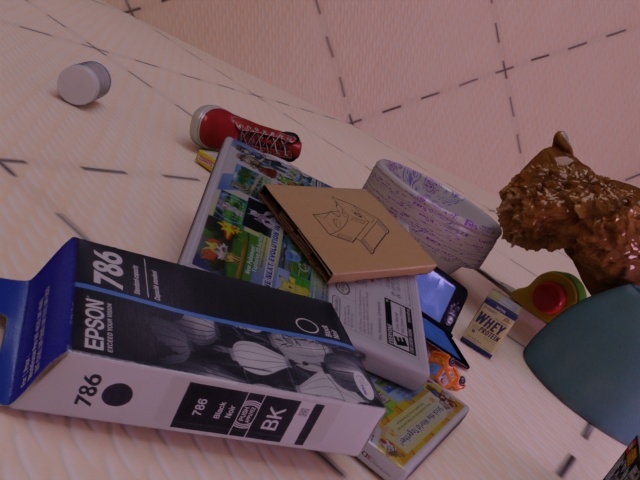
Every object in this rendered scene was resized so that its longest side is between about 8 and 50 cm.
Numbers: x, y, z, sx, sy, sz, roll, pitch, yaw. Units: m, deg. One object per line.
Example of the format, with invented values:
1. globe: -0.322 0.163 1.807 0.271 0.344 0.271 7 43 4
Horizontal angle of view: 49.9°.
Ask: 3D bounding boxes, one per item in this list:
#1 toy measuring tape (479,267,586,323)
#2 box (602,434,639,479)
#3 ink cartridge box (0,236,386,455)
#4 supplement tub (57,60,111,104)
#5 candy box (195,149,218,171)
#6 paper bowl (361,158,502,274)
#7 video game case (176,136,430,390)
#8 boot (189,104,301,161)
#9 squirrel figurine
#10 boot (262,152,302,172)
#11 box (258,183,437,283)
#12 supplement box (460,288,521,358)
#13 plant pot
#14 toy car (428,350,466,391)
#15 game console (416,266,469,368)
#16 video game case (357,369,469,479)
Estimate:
1. toy measuring tape: 0.471 0.089 1.511 0.121 0.121 0.330 10 24 -48
2. box: 0.325 0.273 0.735 0.027 0.093 0.137 34 16 16
3. ink cartridge box: -0.119 0.084 0.577 0.333 0.065 0.165 15 24 -26
4. supplement tub: -0.424 -0.285 1.240 0.071 0.071 0.107 26 15 -10
5. candy box: -0.139 -0.132 1.325 0.105 0.027 0.206 33 16 24
6. paper bowl: 0.205 -0.033 1.378 0.284 0.148 0.284 27 15 -8
7. video game case: -0.011 0.012 0.860 0.300 0.036 0.329 25 30 -13
8. boot: -0.137 -0.208 1.386 0.176 0.088 0.244 17 9 22
9. squirrel figurine: 0.512 -0.060 1.326 0.397 0.281 0.370 16 33 -48
10. boot: -0.028 -0.078 1.200 0.258 0.095 0.123 34 22 3
11. box: 0.037 -0.013 0.886 0.201 0.021 0.164 -2 44 -45
12. supplement box: 0.274 0.132 1.102 0.056 0.083 0.083 32 16 14
13. plant pot: 0.515 0.188 1.134 0.290 0.195 0.290 26 17 -8
14. toy car: 0.128 0.161 0.892 0.040 0.060 0.122 -38 36 -26
15. game console: 0.169 0.097 0.995 0.144 0.124 0.085 35 -15 -28
16. video game case: 0.044 0.156 0.749 0.206 0.026 0.227 35 16 21
